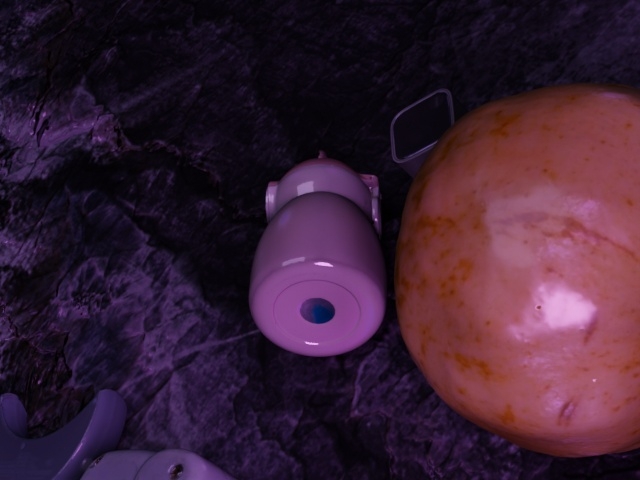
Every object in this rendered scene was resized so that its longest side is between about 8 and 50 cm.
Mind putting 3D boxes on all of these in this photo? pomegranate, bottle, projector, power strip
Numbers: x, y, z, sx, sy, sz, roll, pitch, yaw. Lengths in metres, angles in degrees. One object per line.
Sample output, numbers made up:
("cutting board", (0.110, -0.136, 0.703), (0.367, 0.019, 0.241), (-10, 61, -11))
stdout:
("pomegranate", (0.232, 0.037, 1.420), (0.342, 0.342, 0.342), (-27, 42, 27))
("bottle", (0.000, 0.000, 1.822), (0.147, 0.147, 0.236), (-29, 34, 25))
("projector", (0.134, -0.104, 1.818), (0.083, 0.082, 0.083), (-28, 41, 26))
("power strip", (-0.330, 0.258, 2.002), (0.253, 0.054, 0.168), (-4, 58, 44))

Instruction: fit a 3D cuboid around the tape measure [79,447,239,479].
("tape measure", (-0.198, 0.339, 1.736), (0.246, 0.125, 0.243), (-3, 56, 43))
